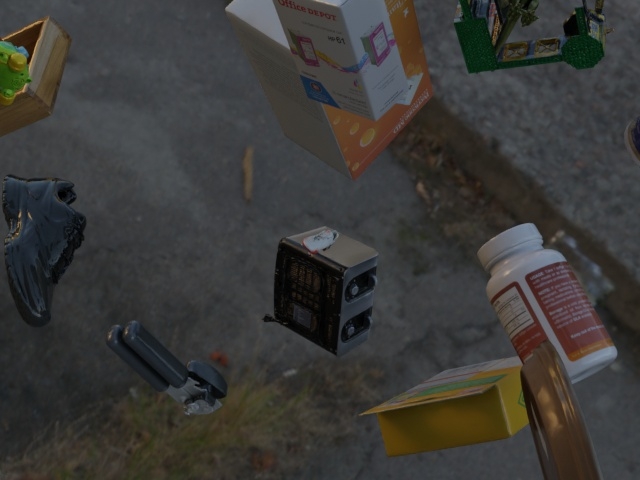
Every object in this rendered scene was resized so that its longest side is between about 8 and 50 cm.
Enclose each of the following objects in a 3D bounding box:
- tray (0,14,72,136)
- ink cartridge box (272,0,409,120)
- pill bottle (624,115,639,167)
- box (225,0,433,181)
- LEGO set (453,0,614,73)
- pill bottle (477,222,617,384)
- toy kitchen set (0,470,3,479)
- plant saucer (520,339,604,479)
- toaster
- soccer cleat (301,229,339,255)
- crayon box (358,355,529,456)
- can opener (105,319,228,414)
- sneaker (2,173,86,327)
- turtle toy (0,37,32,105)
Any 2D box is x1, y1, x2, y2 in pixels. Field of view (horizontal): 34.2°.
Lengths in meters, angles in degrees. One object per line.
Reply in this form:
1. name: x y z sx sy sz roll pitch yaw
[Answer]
1. tray: -0.658 -0.257 1.943 0.076 0.410 0.203 49 33 -43
2. ink cartridge box: 0.016 -0.173 0.892 0.088 0.122 0.052 25 58 39
3. pill bottle: 0.516 -0.167 1.457 0.094 0.169 0.094 14 59 -24
4. box: 0.027 -0.287 1.614 0.168 0.345 0.215 37 78 27
5. LEGO set: 0.293 -0.407 1.512 0.331 0.254 0.192 55 36 -37
6. pill bottle: 0.304 0.091 1.429 0.121 0.121 0.216 -9 66 -39
7. toy kitchen set: -0.496 0.308 1.425 0.075 0.068 0.083 -5 72 -67
8. plant saucer: 0.261 0.243 1.099 0.041 0.278 0.278 -14 44 5
9. toaster: 0.004 0.080 1.739 0.185 0.168 0.110 25 31 38
10. soccer cleat: 0.000 0.000 1.475 0.029 0.035 0.083 52 20 13
11. crayon box: 0.224 0.251 1.588 0.323 0.203 0.083 -9 84 -60
12. can opener: -0.269 0.224 1.836 0.280 0.074 0.093 48 35 -41
13. sneaker: -0.434 0.005 1.647 0.130 0.109 0.286 -6 57 -12
14. turtle toy: -0.484 -0.266 1.532 0.130 0.095 0.066 25 42 -13
